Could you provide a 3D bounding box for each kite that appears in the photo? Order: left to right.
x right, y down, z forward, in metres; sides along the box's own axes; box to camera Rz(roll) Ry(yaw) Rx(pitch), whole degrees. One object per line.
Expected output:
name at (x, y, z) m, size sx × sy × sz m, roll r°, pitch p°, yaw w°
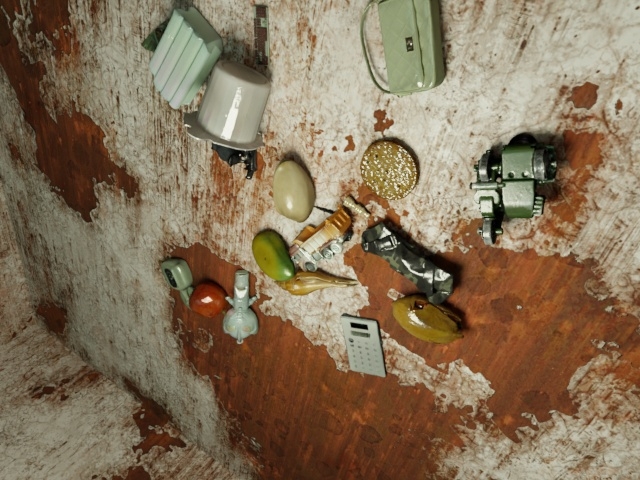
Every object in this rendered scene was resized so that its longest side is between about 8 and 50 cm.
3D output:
kite at (-0.562, -0.657, 1.682) m, size 0.229 × 0.012 × 0.250 m, roll 32°, pitch 130°, yaw 17°

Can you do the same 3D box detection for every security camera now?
security camera at (-0.641, 0.222, 2.192) m, size 0.157 × 0.080 × 0.302 m, roll -4°, pitch 116°, yaw 35°

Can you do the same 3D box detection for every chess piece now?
chess piece at (0.120, -0.104, 1.514) m, size 0.092 × 0.035 × 0.035 m, roll 37°, pitch 130°, yaw 7°

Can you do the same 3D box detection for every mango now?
mango at (-0.178, 0.065, 1.737) m, size 0.137 × 0.091 × 0.238 m, roll -51°, pitch 55°, yaw 32°

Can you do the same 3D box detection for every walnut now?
walnut at (0.340, 0.253, 1.499) m, size 0.245 × 0.137 × 0.137 m, roll 28°, pitch 128°, yaw 13°

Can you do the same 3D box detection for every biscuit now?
biscuit at (0.204, -0.210, 1.400) m, size 0.187 × 0.027 × 0.188 m, roll 18°, pitch 125°, yaw 27°

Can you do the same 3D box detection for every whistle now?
whistle at (-0.339, 0.292, 1.996) m, size 0.142 × 0.133 × 0.347 m, roll 11°, pitch 111°, yaw 16°

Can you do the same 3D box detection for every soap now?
soap at (-0.459, -0.607, 1.578) m, size 0.173 × 0.095 × 0.289 m, roll 48°, pitch 130°, yaw -2°

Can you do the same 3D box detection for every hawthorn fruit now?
hawthorn fruit at (-0.450, 0.304, 2.069) m, size 0.285 × 0.165 × 0.165 m, roll 45°, pitch 132°, yaw -8°

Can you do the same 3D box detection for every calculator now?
calculator at (0.164, 0.396, 1.774) m, size 0.161 × 0.021 × 0.262 m, roll 3°, pitch 117°, yaw 33°

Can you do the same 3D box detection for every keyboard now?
keyboard at (-0.183, -0.624, 1.436) m, size 0.055 × 0.017 × 0.166 m, roll 17°, pitch 124°, yaw 26°

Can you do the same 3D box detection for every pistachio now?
pistachio at (-0.090, -0.162, 1.563) m, size 0.143 × 0.144 × 0.215 m, roll 3°, pitch 110°, yaw 33°

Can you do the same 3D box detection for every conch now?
conch at (-0.022, 0.145, 1.725) m, size 0.329 × 0.093 × 0.110 m, roll -7°, pitch 120°, yaw 16°

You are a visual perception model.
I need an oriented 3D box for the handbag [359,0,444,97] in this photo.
handbag at (0.200, -0.500, 1.208) m, size 0.219 × 0.079 × 0.256 m, roll 4°, pitch 116°, yaw 37°

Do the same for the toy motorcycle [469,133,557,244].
toy motorcycle at (0.491, -0.127, 1.195) m, size 0.205 × 0.127 × 0.276 m, roll 2°, pitch 109°, yaw 33°

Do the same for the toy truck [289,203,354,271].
toy truck at (0.000, 0.000, 1.590) m, size 0.135 × 0.114 × 0.270 m, roll 46°, pitch 136°, yaw -6°

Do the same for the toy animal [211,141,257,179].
toy animal at (-0.326, -0.298, 1.655) m, size 0.209 × 0.117 × 0.121 m, roll 21°, pitch 132°, yaw 21°

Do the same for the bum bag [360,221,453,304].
bum bag at (0.272, 0.062, 1.465) m, size 0.340 × 0.095 × 0.144 m, roll 38°, pitch 138°, yaw 18°

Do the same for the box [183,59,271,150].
box at (-0.286, -0.431, 1.458) m, size 0.262 × 0.291 × 0.207 m, roll 36°, pitch 120°, yaw 17°

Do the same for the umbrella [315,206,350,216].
umbrella at (0.034, -0.094, 1.587) m, size 0.148 × 0.022 × 0.022 m, roll 15°, pitch 80°, yaw 28°
